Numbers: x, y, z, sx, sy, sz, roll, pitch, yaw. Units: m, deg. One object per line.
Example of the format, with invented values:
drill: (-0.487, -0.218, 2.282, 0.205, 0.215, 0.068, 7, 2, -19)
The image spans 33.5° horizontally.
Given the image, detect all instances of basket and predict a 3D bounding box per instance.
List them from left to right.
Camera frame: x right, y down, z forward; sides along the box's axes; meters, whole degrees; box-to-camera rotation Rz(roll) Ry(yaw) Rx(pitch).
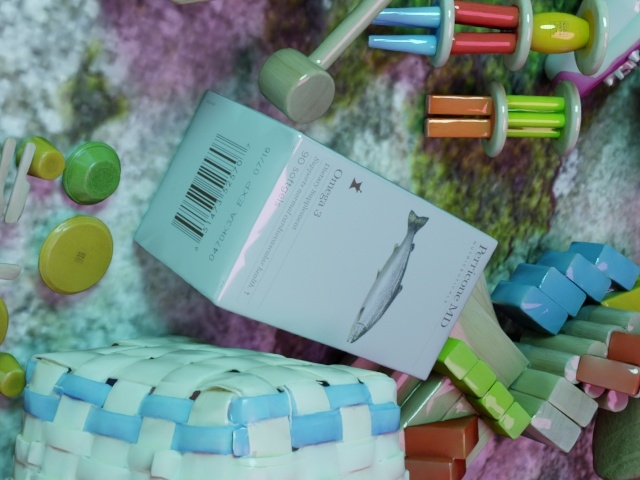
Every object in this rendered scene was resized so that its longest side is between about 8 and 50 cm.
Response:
basket: (-0.060, 0.204, 0.583, 0.201, 0.255, 0.288, 7, 89, -51)

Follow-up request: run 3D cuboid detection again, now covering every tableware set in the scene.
tableware set: (-0.165, 0.015, 0.589, 0.104, 0.024, 0.154, 8, 103, -46)

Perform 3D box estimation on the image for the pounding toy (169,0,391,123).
pounding toy: (-0.025, -0.172, 0.569, 0.181, 0.094, 0.206, -17, 128, -35)

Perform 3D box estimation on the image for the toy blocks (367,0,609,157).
toy blocks: (0.100, -0.109, 0.698, 0.148, 0.054, 0.123, 2, 135, -6)

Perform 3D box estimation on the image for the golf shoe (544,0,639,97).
golf shoe: (0.240, -0.240, 0.731, 0.306, 0.140, 0.115, -52, 173, 17)

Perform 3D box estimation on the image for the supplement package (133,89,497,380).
supplement package: (0.000, 0.000, 0.648, 0.179, 0.105, 0.105, 24, 94, -41)

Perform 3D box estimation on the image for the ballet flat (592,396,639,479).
ballet flat: (0.343, 0.070, 0.939, 0.342, 0.116, 0.124, -34, 106, -20)

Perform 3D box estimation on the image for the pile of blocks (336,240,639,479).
pile of blocks: (0.168, 0.077, 0.767, 0.362, 0.113, 0.149, -23, 102, -22)
